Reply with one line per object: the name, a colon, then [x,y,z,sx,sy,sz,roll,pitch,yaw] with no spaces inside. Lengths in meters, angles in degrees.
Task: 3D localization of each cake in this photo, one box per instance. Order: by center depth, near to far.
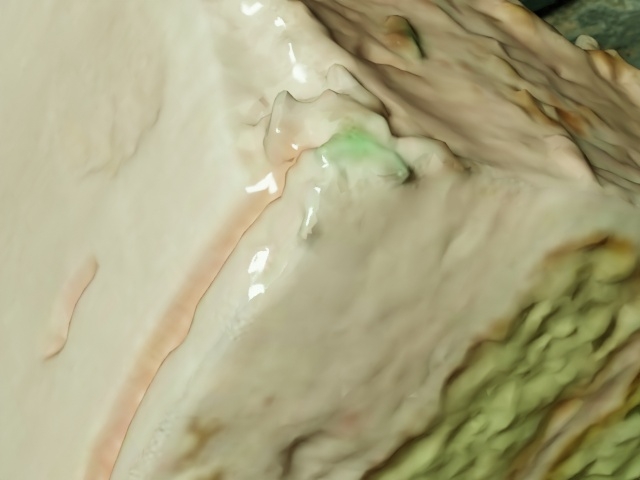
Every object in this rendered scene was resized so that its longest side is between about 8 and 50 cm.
cake: [0.000,0.000,0.846,0.293,0.307,0.314,-60,42,23]

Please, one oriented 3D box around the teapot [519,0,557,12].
teapot: [0.109,-0.272,1.125,0.321,0.239,0.239,30,68,33]
